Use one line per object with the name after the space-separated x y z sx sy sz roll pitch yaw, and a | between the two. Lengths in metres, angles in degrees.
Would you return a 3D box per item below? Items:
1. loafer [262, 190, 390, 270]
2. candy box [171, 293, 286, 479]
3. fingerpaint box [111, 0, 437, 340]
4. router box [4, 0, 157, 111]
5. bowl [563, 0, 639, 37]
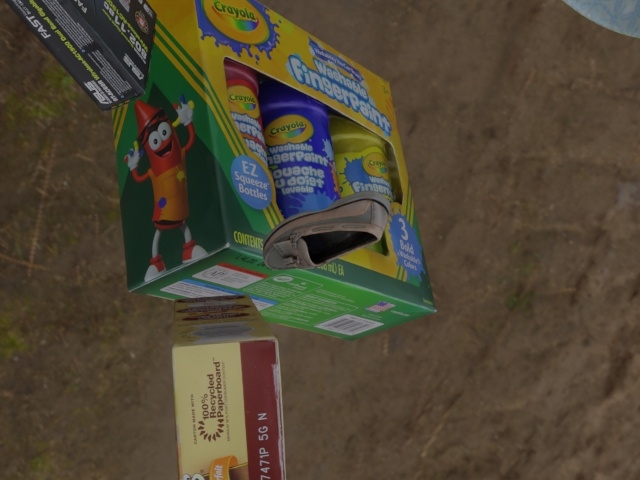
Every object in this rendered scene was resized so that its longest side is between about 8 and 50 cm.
0.000 0.000 0.788 0.125 0.039 0.045 -25 130 34 | loafer
-0.089 0.157 0.909 0.088 0.316 0.182 -3 94 -7 | candy box
-0.052 -0.092 1.296 0.163 0.371 0.445 -23 154 30 | fingerpaint box
-0.161 -0.162 0.670 0.038 0.092 0.122 -19 136 20 | router box
0.403 -0.406 1.234 0.156 0.289 0.289 -50 136 -16 | bowl
